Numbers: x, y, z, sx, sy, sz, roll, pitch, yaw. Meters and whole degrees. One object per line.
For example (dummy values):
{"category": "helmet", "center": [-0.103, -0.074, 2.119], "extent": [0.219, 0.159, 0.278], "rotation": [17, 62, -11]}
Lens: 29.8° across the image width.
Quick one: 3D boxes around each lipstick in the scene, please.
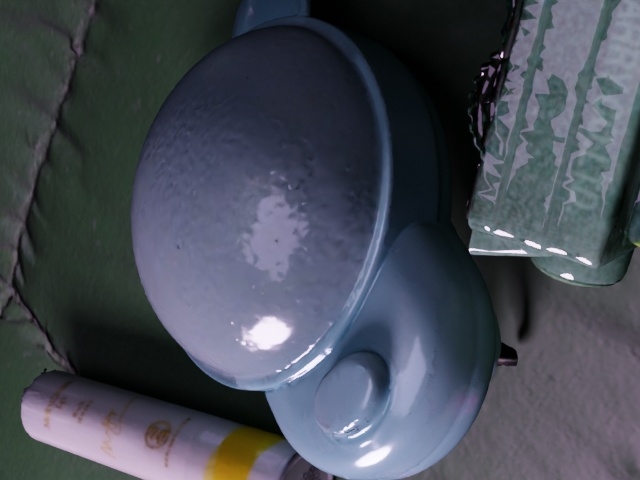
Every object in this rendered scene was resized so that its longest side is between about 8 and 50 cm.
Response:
{"category": "lipstick", "center": [-0.109, 0.142, 0.844], "extent": [0.264, 0.059, 0.059], "rotation": [9, 106, 40]}

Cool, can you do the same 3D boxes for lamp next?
{"category": "lamp", "center": [-0.009, 0.000, 0.665], "extent": [0.284, 0.147, 0.209], "rotation": [51, 125, 19]}

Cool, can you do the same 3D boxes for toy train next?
{"category": "toy train", "center": [0.175, -0.118, 0.493], "extent": [0.178, 0.138, 0.330], "rotation": [24, 115, 30]}
